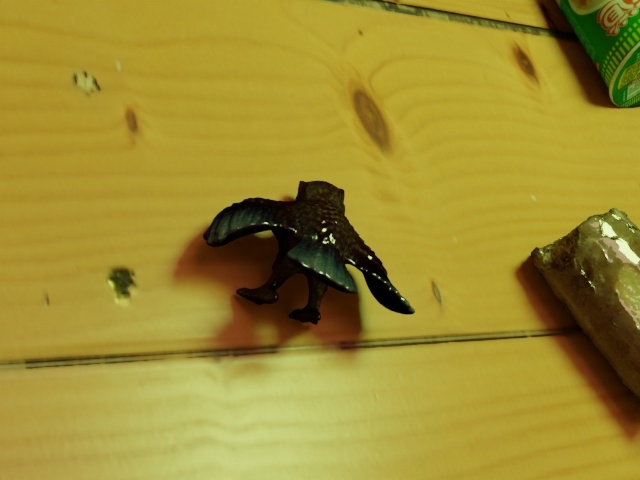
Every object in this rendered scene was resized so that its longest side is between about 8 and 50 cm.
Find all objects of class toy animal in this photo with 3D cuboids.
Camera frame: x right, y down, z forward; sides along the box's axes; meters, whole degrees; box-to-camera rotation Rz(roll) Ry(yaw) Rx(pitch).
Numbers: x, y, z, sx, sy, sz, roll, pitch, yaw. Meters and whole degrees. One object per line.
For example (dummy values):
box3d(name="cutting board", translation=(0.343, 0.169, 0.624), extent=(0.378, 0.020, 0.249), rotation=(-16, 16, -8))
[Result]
box3d(name="toy animal", translation=(0.001, -0.005, 0.926), extent=(0.218, 0.116, 0.179), rotation=(21, 51, -10))

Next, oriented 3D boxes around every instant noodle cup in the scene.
box3d(name="instant noodle cup", translation=(0.461, -0.355, 1.412), extent=(0.207, 0.207, 0.233), rotation=(-7, 57, -35))

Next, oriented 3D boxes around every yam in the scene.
box3d(name="yam", translation=(0.361, 0.076, 1.091), extent=(0.128, 0.129, 0.238), rotation=(-33, 77, -6))
